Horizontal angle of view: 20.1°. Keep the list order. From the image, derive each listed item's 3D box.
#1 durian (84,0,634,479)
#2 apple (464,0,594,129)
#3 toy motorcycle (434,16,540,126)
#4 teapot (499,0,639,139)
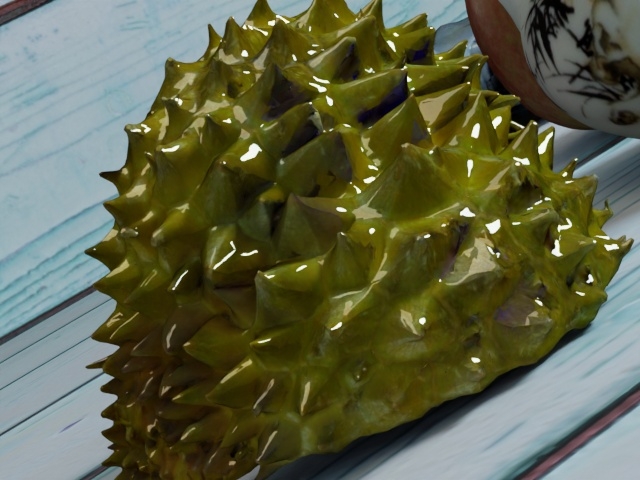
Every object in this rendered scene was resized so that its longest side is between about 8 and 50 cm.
[{"bbox_3d":[0.011,0.002,0.571,0.182,0.165,0.132,-6,-37,-23],"label":"durian"},{"bbox_3d":[0.178,-0.162,0.993,0.209,0.164,0.209,-30,7,4],"label":"apple"},{"bbox_3d":[0.121,-0.127,1.374,0.159,0.106,0.270,-23,8,-5],"label":"toy motorcycle"},{"bbox_3d":[0.193,-0.140,0.760,0.300,0.166,0.208,-38,-13,31],"label":"teapot"}]
